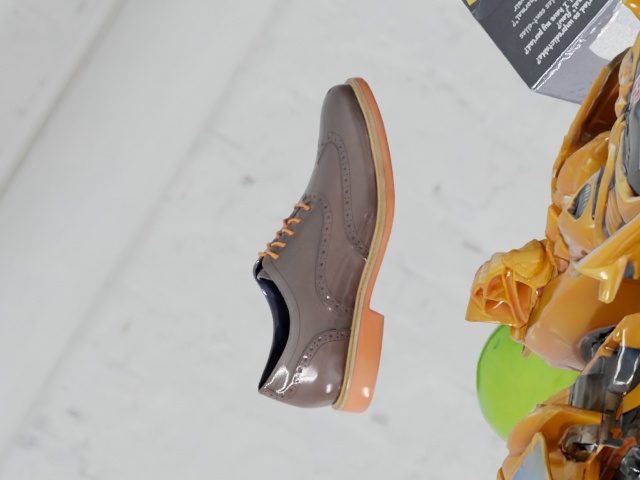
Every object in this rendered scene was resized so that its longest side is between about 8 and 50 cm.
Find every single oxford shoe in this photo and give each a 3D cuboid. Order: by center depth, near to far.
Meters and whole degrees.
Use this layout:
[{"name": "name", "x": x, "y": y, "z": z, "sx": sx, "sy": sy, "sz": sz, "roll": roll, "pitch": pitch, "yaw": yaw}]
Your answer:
[{"name": "oxford shoe", "x": 0.000, "y": 0.000, "z": 1.501, "sx": 0.098, "sy": 0.271, "sz": 0.097, "roll": 5, "pitch": 173, "yaw": -13}]

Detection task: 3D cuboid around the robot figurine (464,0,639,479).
[{"name": "robot figurine", "x": 0.106, "y": 0.010, "z": 0.578, "sx": 0.085, "sy": 0.211, "sz": 0.291, "roll": 15, "pitch": 150, "yaw": -2}]

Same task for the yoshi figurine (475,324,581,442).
[{"name": "yoshi figurine", "x": 0.227, "y": 0.108, "z": 1.351, "sx": 0.203, "sy": 0.203, "sz": 0.362, "roll": 39, "pitch": -154, "yaw": 22}]

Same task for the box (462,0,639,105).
[{"name": "box", "x": 0.221, "y": -0.175, "z": 1.201, "sx": 0.247, "sy": 0.163, "sz": 0.142, "roll": 8, "pitch": -140, "yaw": -49}]
